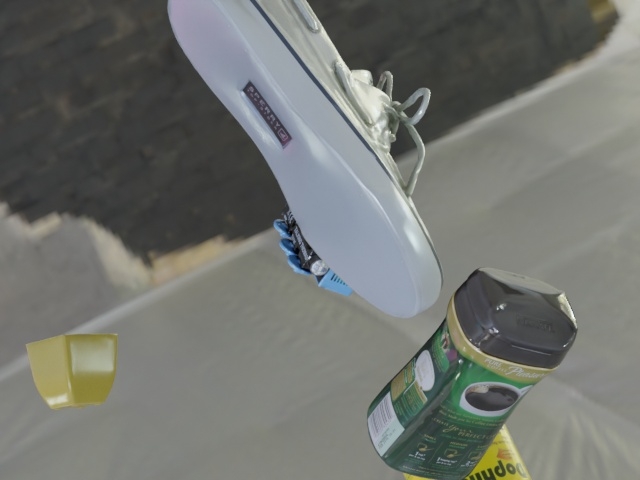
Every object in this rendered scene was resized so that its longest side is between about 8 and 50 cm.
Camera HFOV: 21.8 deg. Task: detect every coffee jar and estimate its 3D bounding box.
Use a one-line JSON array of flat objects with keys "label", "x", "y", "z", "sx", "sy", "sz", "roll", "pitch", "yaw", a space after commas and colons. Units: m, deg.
[{"label": "coffee jar", "x": 0.117, "y": 0.103, "z": 1.286, "sx": 0.184, "sy": 0.096, "sz": 0.079, "roll": -56, "pitch": -148, "yaw": 36}]

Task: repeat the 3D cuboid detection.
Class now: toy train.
[{"label": "toy train", "x": 0.000, "y": 0.000, "z": 2.367, "sx": 0.080, "sy": 0.105, "sz": 0.184, "roll": -57, "pitch": -152, "yaw": 21}]

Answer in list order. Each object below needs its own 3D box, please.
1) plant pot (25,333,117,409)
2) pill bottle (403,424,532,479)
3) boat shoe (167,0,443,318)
[{"label": "plant pot", "x": -0.293, "y": 0.158, "z": 1.976, "sx": 0.081, "sy": 0.083, "sz": 0.081, "roll": 4, "pitch": 166, "yaw": -45}, {"label": "pill bottle", "x": 0.167, "y": 0.280, "z": 1.670, "sx": 0.117, "sy": 0.215, "sz": 0.117, "roll": -21, "pitch": 156, "yaw": -9}, {"label": "boat shoe", "x": 0.023, "y": -0.112, "z": 1.515, "sx": 0.156, "sy": 0.367, "sz": 0.136, "roll": -35, "pitch": 178, "yaw": -32}]
